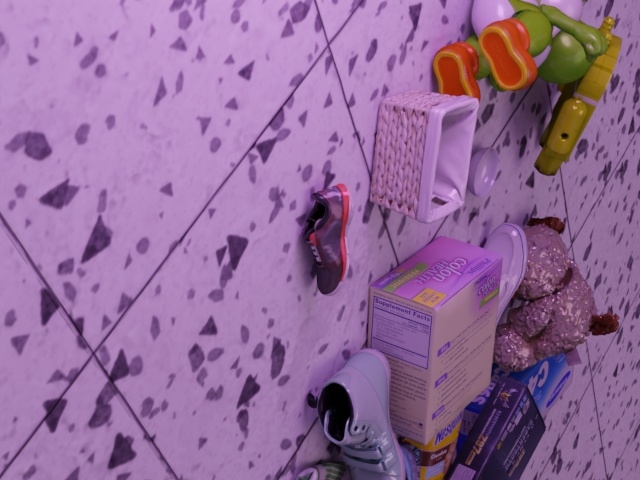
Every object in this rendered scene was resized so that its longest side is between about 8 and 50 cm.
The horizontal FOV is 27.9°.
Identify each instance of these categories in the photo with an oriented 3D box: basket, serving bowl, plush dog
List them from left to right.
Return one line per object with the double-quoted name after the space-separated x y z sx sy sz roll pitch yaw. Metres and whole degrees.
0.142 -0.123 1.797 0.113 0.103 0.167 -24 127 -53 "basket"
0.256 -0.112 2.069 0.083 0.027 0.083 -35 135 -45 "serving bowl"
0.397 0.081 2.284 0.262 0.211 0.225 -50 119 -34 "plush dog"

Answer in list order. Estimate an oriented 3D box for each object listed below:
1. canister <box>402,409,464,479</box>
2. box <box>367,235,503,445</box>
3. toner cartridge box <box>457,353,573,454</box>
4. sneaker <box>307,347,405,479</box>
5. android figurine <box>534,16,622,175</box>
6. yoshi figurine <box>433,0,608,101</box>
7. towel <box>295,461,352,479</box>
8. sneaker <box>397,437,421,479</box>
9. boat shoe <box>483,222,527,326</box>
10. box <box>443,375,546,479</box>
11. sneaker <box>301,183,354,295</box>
0.186 0.319 2.148 0.126 0.073 0.170 -16 121 -55 "canister"
0.173 0.151 1.988 0.213 0.117 0.243 -33 134 -48 "box"
0.377 0.289 2.446 0.348 0.075 0.165 -39 138 -43 "toner cartridge box"
0.047 0.298 1.859 0.151 0.094 0.256 -25 111 -58 "sneaker"
0.434 -0.246 2.165 0.248 0.056 0.273 -65 177 -52 "android figurine"
0.328 -0.287 1.951 0.362 0.203 0.203 -39 153 -47 "yoshi figurine"
0.017 0.460 1.979 0.325 0.038 0.248 22 86 -60 "towel"
0.118 0.436 2.005 0.125 0.104 0.262 -17 119 -60 "sneaker"
0.287 0.079 2.171 0.076 0.083 0.226 2 105 -61 "boat shoe"
0.306 0.378 2.251 0.232 0.059 0.183 -57 147 -19 "box"
0.000 0.000 1.694 0.065 0.061 0.158 -7 114 -29 "sneaker"
